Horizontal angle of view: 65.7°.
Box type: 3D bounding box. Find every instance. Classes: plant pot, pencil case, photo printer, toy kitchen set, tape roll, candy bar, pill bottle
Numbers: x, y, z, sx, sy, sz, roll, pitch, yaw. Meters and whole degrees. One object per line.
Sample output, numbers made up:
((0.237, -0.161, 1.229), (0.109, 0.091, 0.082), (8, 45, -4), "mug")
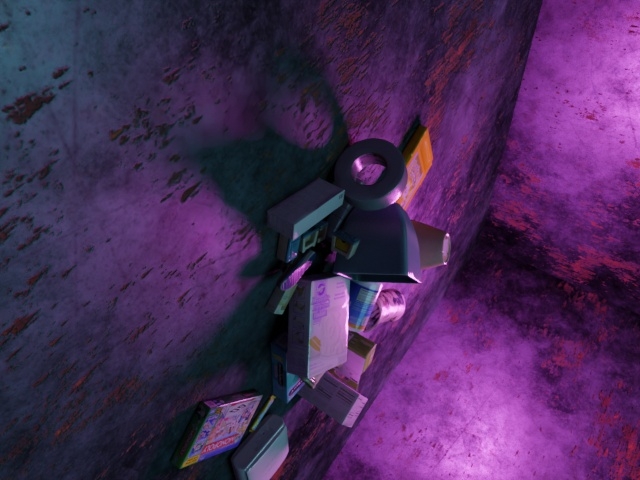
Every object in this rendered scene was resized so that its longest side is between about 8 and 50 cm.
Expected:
((0.382, 0.023, 2.036), (0.257, 0.274, 0.256), (-12, 104, -60), "plant pot")
((0.202, 0.007, 1.684), (0.248, 0.247, 0.252), (28, 63, -65), "plant pot")
((0.261, 0.313, 2.266), (0.184, 0.159, 0.410), (-31, 166, 22), "pencil case")
((-0.238, 0.880, 2.011), (0.256, 0.107, 0.307), (-42, 148, -36), "photo printer")
((0.000, 0.000, 1.503), (0.207, 0.166, 0.122), (-32, 142, -47), "toy kitchen set")
((0.155, -0.204, 1.529), (0.219, 0.219, 0.072), (-58, 154, -9), "tape roll")
((-0.227, 0.675, 1.933), (0.161, 0.018, 0.040), (-56, 154, -14), "candy bar")
((0.145, 0.198, 1.893), (0.152, 0.152, 0.271), (8, 104, -64), "pill bottle")

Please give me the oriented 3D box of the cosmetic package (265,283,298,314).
((-0.124, 0.178, 1.595), (0.115, 0.041, 0.060), (-63, 155, 2), "cosmetic package")

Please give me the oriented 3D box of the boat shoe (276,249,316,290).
((-0.088, 0.086, 1.541), (0.183, 0.066, 0.066), (-44, 152, -44), "boat shoe")

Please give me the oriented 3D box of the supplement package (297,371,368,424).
((0.044, 0.670, 2.149), (0.145, 0.262, 0.204), (-56, 155, -11), "supplement package")

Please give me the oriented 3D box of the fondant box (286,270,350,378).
((-0.003, 0.283, 1.721), (0.238, 0.096, 0.330), (-5, 98, -54), "fondant box")

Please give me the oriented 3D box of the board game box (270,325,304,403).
((-0.076, 0.429, 1.898), (0.254, 0.079, 0.335), (-41, 148, -37), "board game box")

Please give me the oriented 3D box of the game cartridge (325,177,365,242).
((0.124, -0.068, 1.800), (0.230, 0.068, 0.355), (-57, 155, -1), "game cartridge")

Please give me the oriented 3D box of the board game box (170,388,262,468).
((-0.331, 0.612, 1.641), (0.213, 0.046, 0.317), (-64, 155, 3), "board game box")

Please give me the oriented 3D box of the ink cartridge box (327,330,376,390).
((0.132, 0.538, 2.274), (0.097, 0.189, 0.255), (-40, 148, -42), "ink cartridge box")

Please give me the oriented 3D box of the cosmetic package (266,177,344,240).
((-0.039, -0.094, 1.419), (0.239, 0.099, 0.060), (-37, 148, -41), "cosmetic package")

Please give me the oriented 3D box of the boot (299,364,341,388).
((0.001, 0.500, 1.928), (0.165, 0.077, 0.213), (-56, 147, -15), "boot")

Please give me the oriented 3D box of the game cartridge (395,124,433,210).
((0.369, -0.272, 2.063), (0.323, 0.053, 0.285), (-57, 155, -8), "game cartridge")
